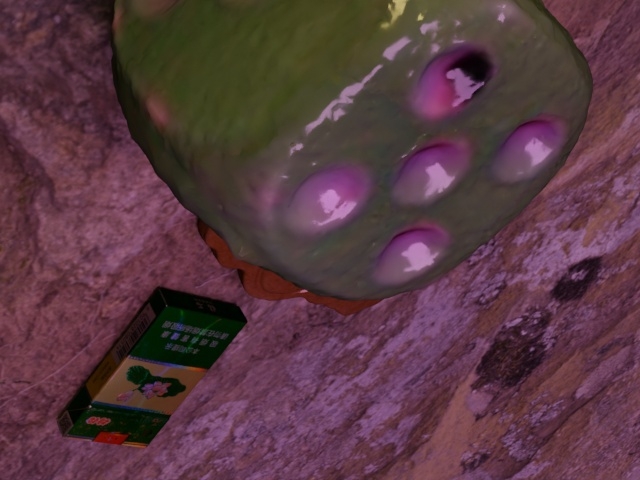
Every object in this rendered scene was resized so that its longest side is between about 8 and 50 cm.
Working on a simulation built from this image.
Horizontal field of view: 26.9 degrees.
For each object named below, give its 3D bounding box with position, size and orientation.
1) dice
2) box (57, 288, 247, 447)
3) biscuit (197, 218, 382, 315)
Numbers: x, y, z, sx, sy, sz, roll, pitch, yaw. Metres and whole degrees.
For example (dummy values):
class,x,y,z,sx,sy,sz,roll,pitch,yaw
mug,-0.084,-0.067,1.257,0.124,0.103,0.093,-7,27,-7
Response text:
class,x,y,z,sx,sy,sz,roll,pitch,yaw
dice,0.021,-0.160,1.198,0.330,0.322,0.318,-42,142,14
box,-0.205,0.160,1.625,0.132,0.034,0.235,16,122,-44
biscuit,0.000,0.000,1.584,0.333,0.047,0.202,17,121,-44
